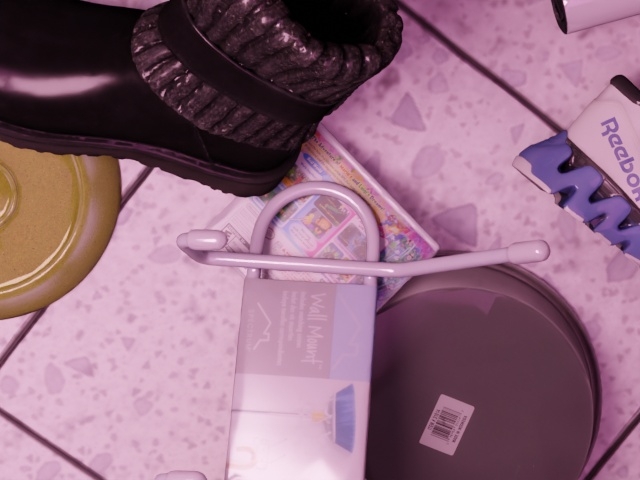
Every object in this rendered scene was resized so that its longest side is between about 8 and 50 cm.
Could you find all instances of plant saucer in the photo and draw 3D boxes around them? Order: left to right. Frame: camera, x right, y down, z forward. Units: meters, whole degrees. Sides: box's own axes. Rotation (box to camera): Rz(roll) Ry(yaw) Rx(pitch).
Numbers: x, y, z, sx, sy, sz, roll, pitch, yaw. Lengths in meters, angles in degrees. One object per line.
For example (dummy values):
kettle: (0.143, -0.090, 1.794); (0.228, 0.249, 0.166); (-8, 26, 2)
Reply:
plant saucer: (-0.291, -0.042, 1.601); (0.241, 0.037, 0.241); (-1, 104, -5)

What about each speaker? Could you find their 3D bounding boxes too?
speaker: (0.266, -0.219, 1.608); (0.136, 0.055, 0.055); (-15, 104, -2)

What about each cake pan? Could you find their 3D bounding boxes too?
cake pan: (0.114, 0.157, 1.680); (0.293, 0.054, 0.293); (-1, 103, -5)

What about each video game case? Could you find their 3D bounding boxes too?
video game case: (0.000, 0.000, 1.624); (0.143, 0.019, 0.157); (-44, 83, 5)

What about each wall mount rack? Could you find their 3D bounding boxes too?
wall mount rack: (0.028, 0.111, 1.515); (0.304, 0.130, 0.350); (3, 78, 8)

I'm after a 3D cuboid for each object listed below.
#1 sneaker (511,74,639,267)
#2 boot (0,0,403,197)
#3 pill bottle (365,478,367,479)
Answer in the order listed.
sneaker: (0.341, -0.036, 1.612); (0.315, 0.127, 0.182); (37, 97, -5)
boot: (-0.131, -0.164, 1.469); (0.348, 0.260, 0.131); (13, 65, -15)
pill bottle: (-0.055, 0.268, 1.627); (0.215, 0.117, 0.117); (-16, 105, 18)
